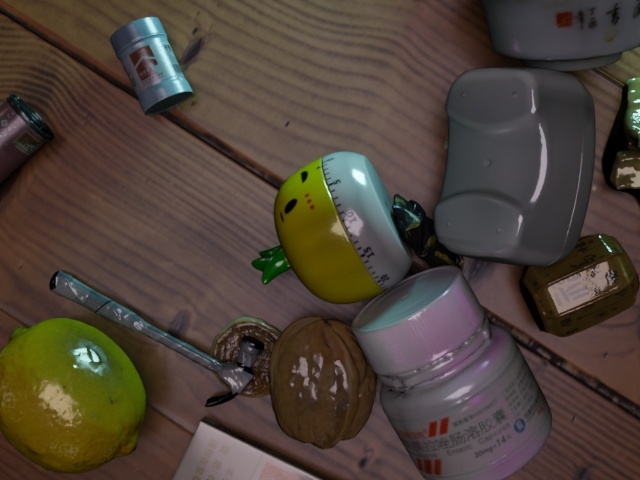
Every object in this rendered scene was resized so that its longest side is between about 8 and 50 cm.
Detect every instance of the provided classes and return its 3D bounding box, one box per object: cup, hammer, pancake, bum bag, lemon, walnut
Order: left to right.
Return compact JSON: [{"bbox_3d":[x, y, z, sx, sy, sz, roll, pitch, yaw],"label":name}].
[{"bbox_3d":[-0.446,0.276,1.638,0.260,0.260,0.284,-42,112,1],"label":"lemon"},{"bbox_3d":[-0.315,0.159,1.724,0.427,0.044,0.152,29,97,8],"label":"hammer"},{"bbox_3d":[-0.131,0.220,1.732,0.158,0.028,0.158,0,88,6],"label":"pancake"},{"bbox_3d":[0.004,0.252,1.648,0.198,0.198,0.244,0,96,3],"label":"walnut"},{"bbox_3d":[0.191,-0.004,1.645,0.060,0.232,0.106,-25,53,20],"label":"bum bag"},{"bbox_3d":[0.426,-0.388,1.591,0.348,0.347,0.163,-6,113,3],"label":"cup"}]

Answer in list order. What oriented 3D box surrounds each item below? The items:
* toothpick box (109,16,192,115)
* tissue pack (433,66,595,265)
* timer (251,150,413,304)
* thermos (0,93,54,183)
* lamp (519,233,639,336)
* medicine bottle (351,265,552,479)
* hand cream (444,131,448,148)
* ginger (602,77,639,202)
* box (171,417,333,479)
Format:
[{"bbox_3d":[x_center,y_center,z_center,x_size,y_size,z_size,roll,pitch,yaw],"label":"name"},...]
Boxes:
[{"bbox_3d":[-0.312,-0.322,1.712,0.101,0.101,0.153,-26,88,2],"label":"toothpick box"},{"bbox_3d":[0.343,-0.124,1.584,0.229,0.236,0.332,10,95,47],"label":"tissue pack"},{"bbox_3d":[0.000,0.000,1.621,0.285,0.285,0.285,0,89,3],"label":"timer"},{"bbox_3d":[-0.666,-0.134,1.722,0.330,0.109,0.136,-41,88,2],"label":"thermos"},{"bbox_3d":[0.457,0.079,1.647,0.185,0.161,0.161,-25,88,0],"label":"lamp"},{"bbox_3d":[0.219,0.230,1.576,0.256,0.256,0.324,-29,102,2],"label":"medicine bottle"},{"bbox_3d":[0.283,-0.176,1.725,0.102,0.022,0.035,14,90,8],"label":"hand cream"},{"bbox_3d":[0.693,-0.205,1.615,0.358,0.211,0.413,41,92,5],"label":"ginger"},{"bbox_3d":[-0.100,0.498,1.715,0.365,0.051,0.204,25,90,3],"label":"box"}]
